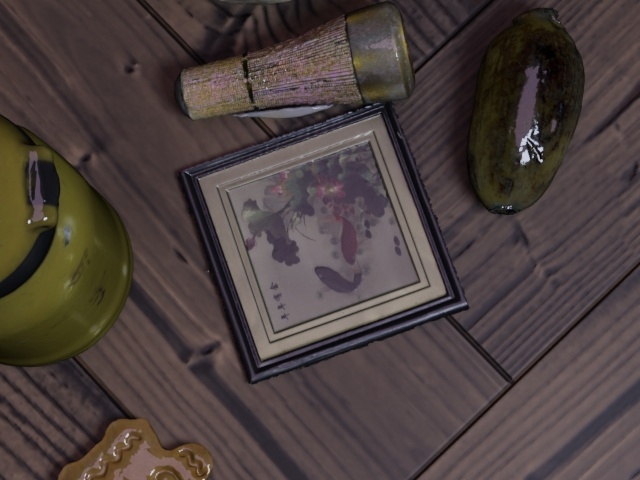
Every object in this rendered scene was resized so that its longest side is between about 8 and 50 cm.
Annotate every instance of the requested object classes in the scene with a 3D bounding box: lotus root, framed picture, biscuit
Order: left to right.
[{"bbox_3d":[-0.132,0.233,1.378,0.133,0.027,0.184,-32,80,-5],"label":"biscuit"},{"bbox_3d":[0.000,0.000,1.421,0.199,0.010,0.195,-19,80,-1],"label":"framed picture"},{"bbox_3d":[0.170,-0.108,1.398,0.089,0.080,0.179,11,82,5],"label":"lotus root"}]

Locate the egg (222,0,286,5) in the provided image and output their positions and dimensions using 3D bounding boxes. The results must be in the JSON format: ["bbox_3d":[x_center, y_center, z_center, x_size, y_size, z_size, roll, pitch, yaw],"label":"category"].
[{"bbox_3d":[-0.035,-0.295,1.386,0.233,0.195,0.195,-27,80,11],"label":"egg"}]

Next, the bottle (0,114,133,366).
[{"bbox_3d":[-0.250,-0.008,1.261,0.172,0.351,0.171,-1,79,3],"label":"bottle"}]

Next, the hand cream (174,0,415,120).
[{"bbox_3d":[-0.025,-0.141,1.417,0.203,0.084,0.084,-12,80,5],"label":"hand cream"}]
